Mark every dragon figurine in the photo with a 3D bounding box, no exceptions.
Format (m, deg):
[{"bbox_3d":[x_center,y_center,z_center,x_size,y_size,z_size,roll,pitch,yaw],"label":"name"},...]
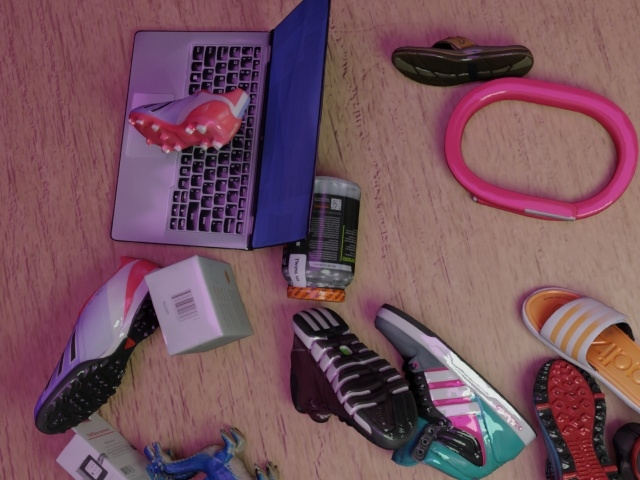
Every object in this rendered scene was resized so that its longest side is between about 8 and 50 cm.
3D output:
[{"bbox_3d":[-0.145,0.395,1.171,0.289,0.085,0.144,40,92,14],"label":"dragon figurine"}]

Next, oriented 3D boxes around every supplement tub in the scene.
[{"bbox_3d":[0.000,0.000,1.172,0.117,0.117,0.190,4,83,12],"label":"supplement tub"}]

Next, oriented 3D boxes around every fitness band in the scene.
[{"bbox_3d":[0.339,-0.141,1.156,0.291,0.054,0.208,15,84,12],"label":"fitness band"}]

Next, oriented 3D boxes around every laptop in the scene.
[{"bbox_3d":[-0.173,-0.187,1.170,0.408,0.236,0.381,4,84,12],"label":"laptop"}]

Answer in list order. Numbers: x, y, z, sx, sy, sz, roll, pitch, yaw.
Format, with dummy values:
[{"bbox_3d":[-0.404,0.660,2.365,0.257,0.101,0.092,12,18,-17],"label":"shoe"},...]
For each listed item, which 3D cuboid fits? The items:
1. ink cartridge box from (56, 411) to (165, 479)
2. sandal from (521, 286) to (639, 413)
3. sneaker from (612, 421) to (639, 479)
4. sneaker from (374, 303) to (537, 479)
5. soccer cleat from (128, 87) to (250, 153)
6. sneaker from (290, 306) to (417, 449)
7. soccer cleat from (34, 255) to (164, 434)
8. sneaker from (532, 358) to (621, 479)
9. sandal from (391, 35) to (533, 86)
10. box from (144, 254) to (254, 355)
[{"bbox_3d":[-0.349,0.361,1.208,0.180,0.104,0.060,37,94,14],"label":"ink cartridge box"},{"bbox_3d":[0.412,0.146,1.060,0.102,0.076,0.265,-42,62,-15],"label":"sandal"},{"bbox_3d":[0.498,0.361,1.038,0.098,0.135,0.276,-36,101,-7],"label":"sneaker"},{"bbox_3d":[0.154,0.249,1.114,0.295,0.124,0.178,43,83,12],"label":"sneaker"},{"bbox_3d":[-0.206,-0.190,1.149,0.248,0.083,0.095,10,57,46],"label":"soccer cleat"},{"bbox_3d":[0.037,0.239,1.110,0.281,0.107,0.162,50,137,45],"label":"sneaker"},{"bbox_3d":[-0.362,0.163,1.206,0.117,0.108,0.318,23,66,26],"label":"soccer cleat"},{"bbox_3d":[0.351,0.302,1.069,0.104,0.125,0.261,2,57,-4],"label":"sneaker"},{"bbox_3d":[0.224,-0.294,1.180,0.220,0.090,0.060,-2,66,13],"label":"sandal"},{"bbox_3d":[-0.187,0.104,1.171,0.091,0.170,0.130,-22,79,7],"label":"box"}]
